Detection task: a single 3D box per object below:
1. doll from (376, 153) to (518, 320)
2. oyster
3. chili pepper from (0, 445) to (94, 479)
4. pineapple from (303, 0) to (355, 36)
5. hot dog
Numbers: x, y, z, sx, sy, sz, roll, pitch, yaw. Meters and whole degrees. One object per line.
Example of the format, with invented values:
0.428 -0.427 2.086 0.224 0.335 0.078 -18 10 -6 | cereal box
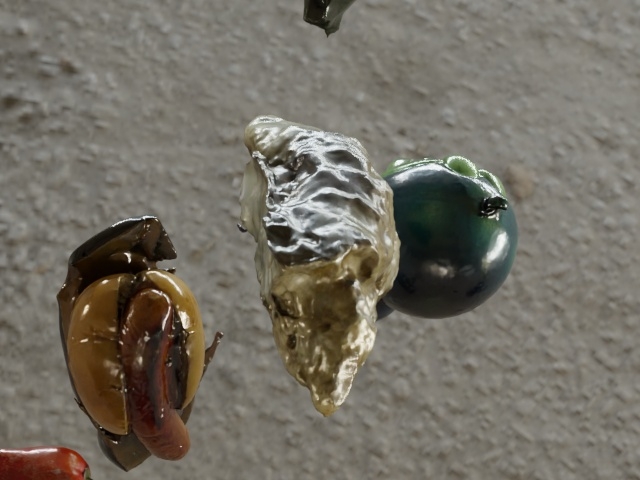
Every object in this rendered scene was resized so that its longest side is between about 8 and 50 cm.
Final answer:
0.112 0.012 1.574 0.198 0.322 0.186 23 56 -24 | doll
-0.001 -0.004 1.158 0.166 0.110 0.341 14 41 -6 | oyster
-0.282 0.266 1.389 0.192 0.086 0.084 3 36 -5 | chili pepper
-0.050 -0.282 1.101 0.248 0.128 0.128 46 51 13 | pineapple
-0.193 0.144 1.500 0.194 0.326 0.107 -28 38 -13 | hot dog
